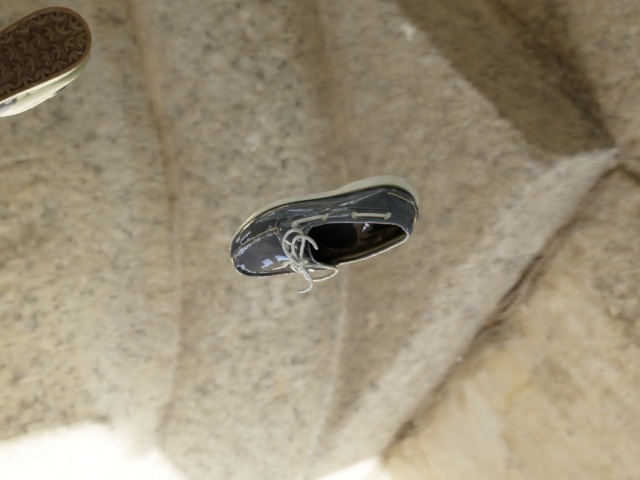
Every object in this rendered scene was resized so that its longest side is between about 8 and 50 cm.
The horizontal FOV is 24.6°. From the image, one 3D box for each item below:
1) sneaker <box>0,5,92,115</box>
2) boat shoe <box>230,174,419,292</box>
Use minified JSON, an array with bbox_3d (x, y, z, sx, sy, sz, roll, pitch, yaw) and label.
[{"bbox_3d":[-0.246,-0.101,0.999,0.086,0.192,0.064,146,103,-82],"label":"sneaker"},{"bbox_3d":[0.000,0.000,1.732,0.255,0.079,0.095,-14,130,22],"label":"boat shoe"}]
